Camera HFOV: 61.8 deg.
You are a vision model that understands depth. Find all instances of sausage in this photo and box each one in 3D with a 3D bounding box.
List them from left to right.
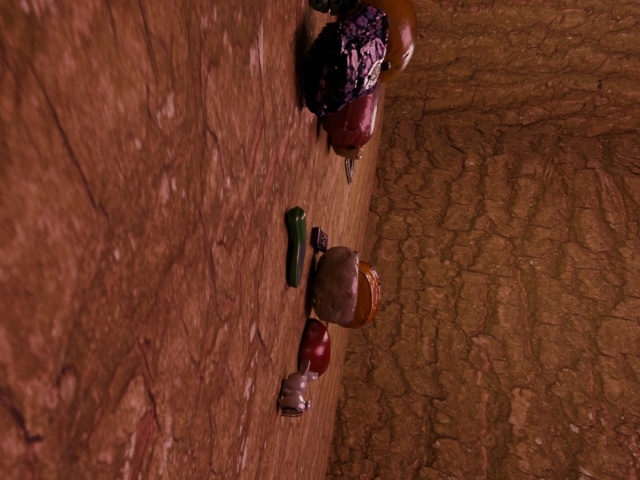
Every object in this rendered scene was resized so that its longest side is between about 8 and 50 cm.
[{"bbox_3d":[0.081,-0.378,1.401,0.152,0.152,0.280,22,75,-81],"label":"sausage"}]

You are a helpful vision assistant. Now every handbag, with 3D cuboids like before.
[{"bbox_3d":[0.052,-0.371,1.123,0.208,0.126,0.229,-47,164,-35],"label":"handbag"}]

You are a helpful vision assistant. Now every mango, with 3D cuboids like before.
[{"bbox_3d":[0.177,-0.650,1.645,0.445,0.220,0.301,-87,173,-58],"label":"mango"}]

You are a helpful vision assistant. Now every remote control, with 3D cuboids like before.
[{"bbox_3d":[0.000,0.000,1.580,0.212,0.028,0.059,48,46,-80],"label":"remote control"}]

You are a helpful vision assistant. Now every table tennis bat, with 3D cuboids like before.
[{"bbox_3d":[-0.050,0.008,1.229,0.257,0.039,0.160,88,10,-58],"label":"table tennis bat"}]

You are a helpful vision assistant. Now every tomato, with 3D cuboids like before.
[{"bbox_3d":[-0.011,0.333,1.595,0.166,0.082,0.174,-73,165,-53],"label":"tomato"}]

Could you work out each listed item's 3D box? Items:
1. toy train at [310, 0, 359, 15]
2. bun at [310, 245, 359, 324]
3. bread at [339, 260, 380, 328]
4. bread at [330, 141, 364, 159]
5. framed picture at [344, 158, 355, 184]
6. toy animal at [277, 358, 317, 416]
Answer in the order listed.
[{"bbox_3d":[0.029,-0.535,1.070,0.178,0.104,0.071,86,10,-60],"label":"toy train"},{"bbox_3d":[0.042,0.138,1.594,0.239,0.141,0.239,5,90,-88],"label":"bun"},{"bbox_3d":[0.136,0.216,2.117,0.142,0.195,0.270,-23,117,-69],"label":"bread"},{"bbox_3d":[0.091,-0.366,1.612,0.140,0.106,0.236,75,24,-72],"label":"bread"},{"bbox_3d":[0.134,-0.401,2.183,0.231,0.018,0.293,67,31,-74],"label":"framed picture"},{"bbox_3d":[-0.061,0.368,1.326,0.071,0.085,0.124,61,27,-46],"label":"toy animal"}]
